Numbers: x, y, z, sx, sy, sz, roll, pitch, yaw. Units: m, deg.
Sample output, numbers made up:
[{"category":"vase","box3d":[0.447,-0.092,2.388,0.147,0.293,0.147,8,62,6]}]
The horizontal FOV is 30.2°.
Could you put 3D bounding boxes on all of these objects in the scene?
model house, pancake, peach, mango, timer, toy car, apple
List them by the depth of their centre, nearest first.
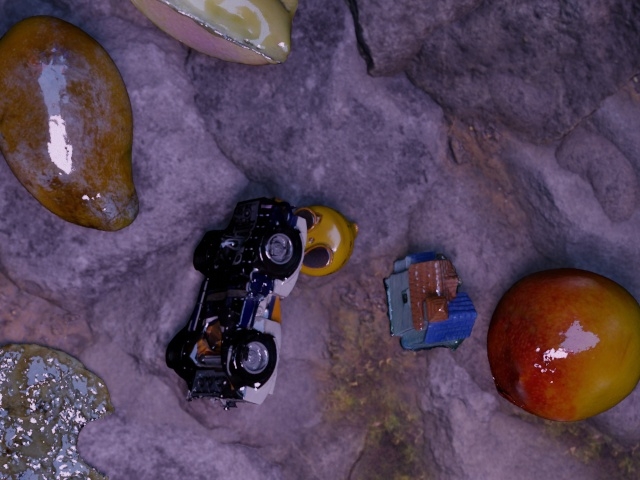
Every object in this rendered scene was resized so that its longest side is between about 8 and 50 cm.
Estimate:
[{"category":"pancake","box3d":[-0.402,0.262,1.613,0.253,0.037,0.254,3,79,-13]},{"category":"toy car","box3d":[-0.102,0.082,1.639,0.118,0.193,0.301,24,72,-30]},{"category":"mango","box3d":[-0.351,-0.156,1.648,0.192,0.146,0.316,-24,101,-15]},{"category":"model house","box3d":[0.173,0.087,1.728,0.119,0.148,0.148,-3,83,-15]},{"category":"peach","box3d":[0.357,0.153,1.734,0.230,0.231,0.231,2,80,-14]},{"category":"timer","box3d":[0.000,0.000,1.741,0.107,0.109,0.107,-1,88,15]},{"category":"apple","box3d":[-0.154,-0.369,1.743,0.265,0.120,0.193,26,62,-11]}]
